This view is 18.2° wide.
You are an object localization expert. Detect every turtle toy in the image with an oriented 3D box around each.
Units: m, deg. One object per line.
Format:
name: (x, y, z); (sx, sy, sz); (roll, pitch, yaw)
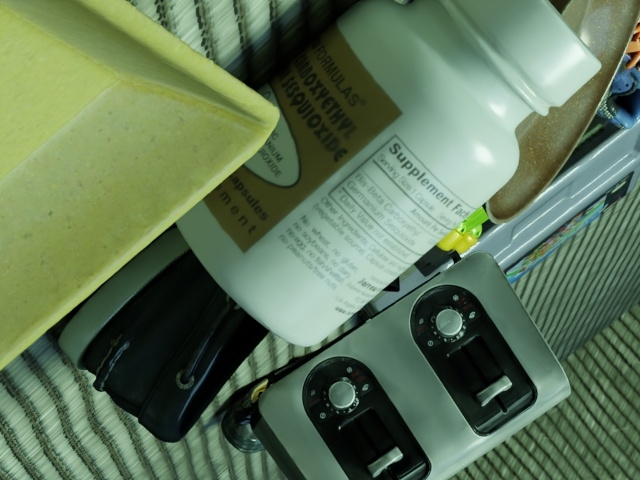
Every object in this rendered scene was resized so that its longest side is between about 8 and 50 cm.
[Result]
turtle toy: (0.108, -0.044, 1.500); (0.095, 0.066, 0.130); (-43, 166, 11)

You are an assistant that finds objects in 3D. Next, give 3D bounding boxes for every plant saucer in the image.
plant saucer: (-0.198, 0.003, 0.802); (0.333, 0.081, 0.333); (-40, 168, 6)
plant saucer: (0.142, -0.105, 1.239); (0.198, 0.036, 0.198); (-51, 159, -28)

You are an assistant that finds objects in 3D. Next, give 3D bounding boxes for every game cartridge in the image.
game cartridge: (0.189, -0.025, 1.812); (0.355, 0.068, 0.230); (-37, 163, -6)

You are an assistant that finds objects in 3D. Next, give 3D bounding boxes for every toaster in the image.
toaster: (0.046, 0.099, 1.217); (0.168, 0.110, 0.186); (-32, 175, -9)

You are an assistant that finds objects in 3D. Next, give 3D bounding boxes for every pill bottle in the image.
pill bottle: (0.036, -0.060, 1.104); (0.229, 0.131, 0.131); (-41, 167, 10)

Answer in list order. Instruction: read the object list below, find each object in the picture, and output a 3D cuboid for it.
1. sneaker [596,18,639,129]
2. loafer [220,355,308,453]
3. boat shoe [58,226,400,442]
sneaker: (0.214, -0.151, 1.370); (0.083, 0.087, 0.221); (-37, 162, -13)
loafer: (-0.011, 0.135, 1.807); (0.170, 0.062, 0.061); (-30, 160, -37)
boat shoe: (-0.001, 0.000, 1.247); (0.340, 0.113, 0.127); (-38, 167, -3)
